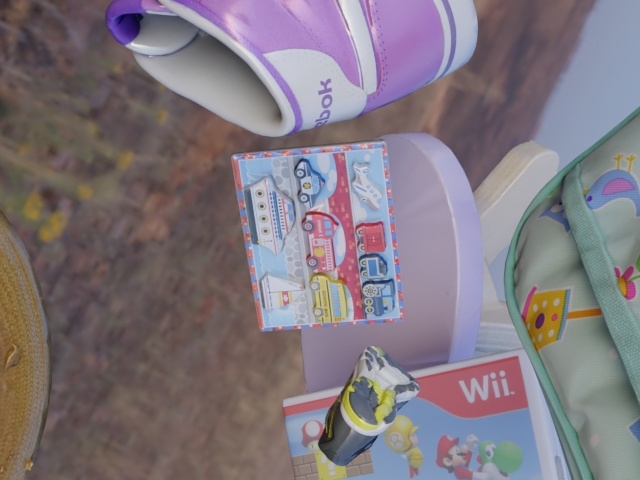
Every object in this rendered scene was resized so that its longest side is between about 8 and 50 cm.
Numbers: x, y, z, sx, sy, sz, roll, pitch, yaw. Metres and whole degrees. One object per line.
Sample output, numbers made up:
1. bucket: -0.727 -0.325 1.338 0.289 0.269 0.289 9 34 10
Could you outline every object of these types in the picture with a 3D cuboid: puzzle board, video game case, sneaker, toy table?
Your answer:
1. puzzle board: 0.000 0.000 0.980 0.011 0.096 0.128 -85 169 -63
2. video game case: 0.085 0.232 1.076 0.025 0.204 0.285 6 71 -59
3. sneaker: -0.059 -0.176 0.783 0.161 0.282 0.102 -27 160 -28
4. toy table: 0.103 0.044 1.238 0.161 0.252 0.274 -8 130 -39
5. sneaker: 0.018 0.072 0.685 0.035 0.031 0.083 -50 174 19

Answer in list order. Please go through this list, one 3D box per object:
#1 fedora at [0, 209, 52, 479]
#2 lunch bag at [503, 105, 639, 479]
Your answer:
1. fedora: -0.182 0.053 0.499 0.194 0.079 0.194 -10 106 -40
2. lunch bag: 0.189 0.044 0.601 0.224 0.108 0.279 -38 -144 22
